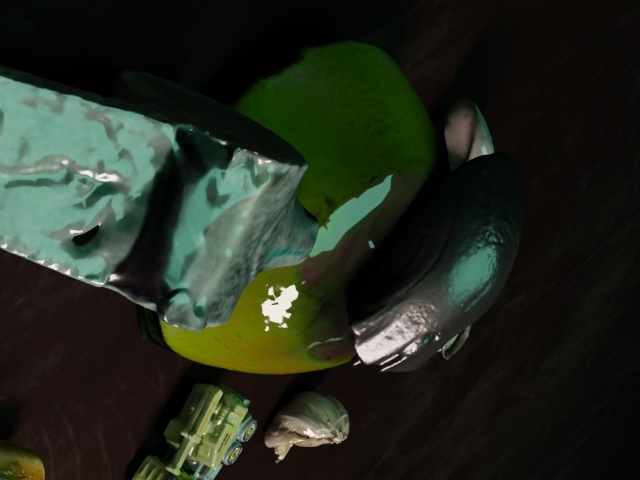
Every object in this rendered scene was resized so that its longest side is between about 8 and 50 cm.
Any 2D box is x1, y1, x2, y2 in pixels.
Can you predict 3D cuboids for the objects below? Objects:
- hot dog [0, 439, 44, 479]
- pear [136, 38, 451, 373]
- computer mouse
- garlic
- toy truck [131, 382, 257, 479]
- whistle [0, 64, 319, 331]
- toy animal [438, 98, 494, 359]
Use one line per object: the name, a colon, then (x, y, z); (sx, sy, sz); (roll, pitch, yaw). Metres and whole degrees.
hot dog: (-0.344, 0.210, 1.574); (0.088, 0.061, 0.286); (-68, 155, -7)
pear: (0.005, 0.000, 1.778); (0.399, 0.165, 0.399); (-30, 142, -26)
computer mouse: (0.126, 0.036, 1.730); (0.264, 0.088, 0.147); (-51, 144, 9)
garlic: (-0.018, 0.233, 2.207); (0.113, 0.094, 0.074); (-34, 107, -32)
toy truck: (-0.149, 0.237, 1.961); (0.169, 0.077, 0.100); (-54, 158, -5)
whistle: (-0.161, -0.039, 1.476); (0.405, 0.188, 0.168); (4, 116, -63)
toy animal: (0.148, -0.001, 2.155); (0.325, 0.154, 0.208); (-63, 167, -8)
